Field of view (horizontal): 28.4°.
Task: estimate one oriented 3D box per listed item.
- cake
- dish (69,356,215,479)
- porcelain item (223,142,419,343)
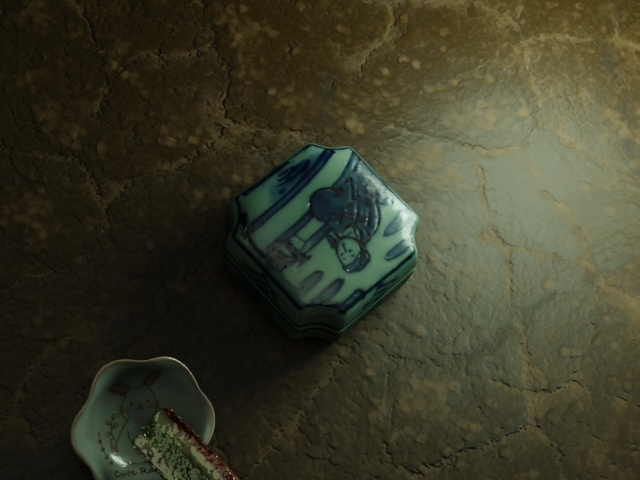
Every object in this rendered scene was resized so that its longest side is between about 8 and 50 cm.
[{"bbox_3d":[-0.174,0.359,1.889,0.086,0.117,0.220,-43,110,-14],"label":"cake"},{"bbox_3d":[-0.281,0.284,1.945,0.229,0.081,0.229,-1,91,-26],"label":"dish"},{"bbox_3d":[0.000,0.000,2.092,0.281,0.157,0.286,-37,76,-20],"label":"porcelain item"}]
